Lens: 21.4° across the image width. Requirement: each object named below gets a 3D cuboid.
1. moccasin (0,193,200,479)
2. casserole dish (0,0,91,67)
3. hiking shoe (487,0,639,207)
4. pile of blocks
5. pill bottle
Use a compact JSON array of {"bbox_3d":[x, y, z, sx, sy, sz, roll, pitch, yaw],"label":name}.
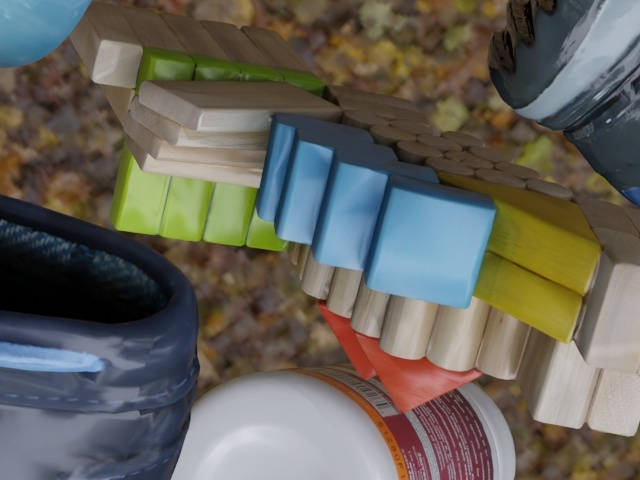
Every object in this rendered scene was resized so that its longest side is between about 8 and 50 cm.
[{"bbox_3d":[-0.182,-0.032,0.377,0.342,0.137,0.117,24,123,-10],"label":"moccasin"},{"bbox_3d":[-0.118,-0.114,0.392,0.037,0.188,0.114,-14,130,-63],"label":"casserole dish"},{"bbox_3d":[0.194,-0.116,0.554,0.304,0.113,0.132,-44,98,-5],"label":"hiking shoe"},{"bbox_3d":[0.000,0.000,0.728,0.149,0.362,0.112,-3,113,-42],"label":"pile of blocks"},{"bbox_3d":[0.019,0.120,0.850,0.121,0.121,0.221,-54,160,13],"label":"pill bottle"}]
